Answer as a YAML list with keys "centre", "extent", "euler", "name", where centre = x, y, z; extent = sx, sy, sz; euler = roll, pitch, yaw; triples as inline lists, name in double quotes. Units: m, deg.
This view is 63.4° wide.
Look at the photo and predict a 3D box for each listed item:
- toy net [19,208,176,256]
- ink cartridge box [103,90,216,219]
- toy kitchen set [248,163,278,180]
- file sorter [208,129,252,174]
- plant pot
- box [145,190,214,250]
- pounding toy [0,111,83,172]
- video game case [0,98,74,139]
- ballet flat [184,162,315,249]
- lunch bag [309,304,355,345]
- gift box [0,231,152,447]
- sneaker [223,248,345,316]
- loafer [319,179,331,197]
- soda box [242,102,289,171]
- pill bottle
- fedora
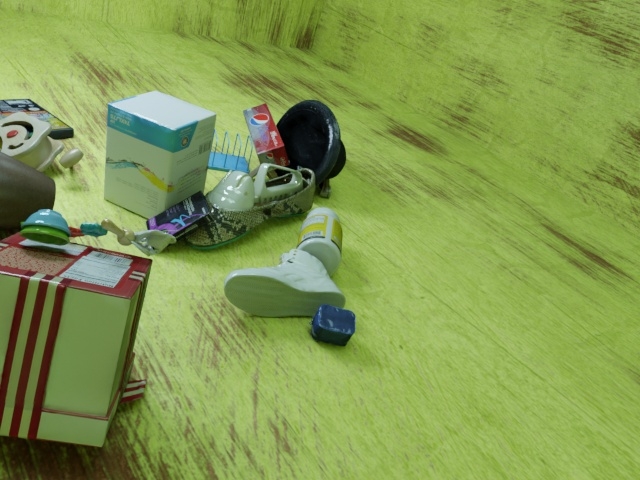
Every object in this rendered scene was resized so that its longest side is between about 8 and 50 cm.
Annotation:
- centre: [-0.356, -0.001, 0.841]
  extent: [0.232, 0.122, 0.045]
  euler: [13, 70, -31]
  name: "toy net"
- centre: [-0.425, -0.221, 1.370]
  extent: [0.197, 0.270, 0.198]
  euler: [23, 30, 10]
  name: "ink cartridge box"
- centre: [-0.190, -0.208, 1.731]
  extent: [0.083, 0.075, 0.068]
  euler: [51, -12, -7]
  name: "toy kitchen set"
- centre: [-0.320, -0.303, 1.735]
  extent: [0.170, 0.105, 0.118]
  euler: [7, 32, -20]
  name: "file sorter"
- centre: [-0.711, -0.107, 1.118]
  extent: [0.230, 0.215, 0.215]
  euler: [11, 27, -42]
  name: "plant pot"
- centre: [-0.348, -0.049, 1.276]
  extent: [0.162, 0.029, 0.116]
  euler: [-30, 42, -3]
  name: "box"
- centre: [-0.768, -0.221, 1.386]
  extent: [0.269, 0.155, 0.154]
  euler: [23, 57, 28]
  name: "pounding toy"
- centre: [-0.939, -0.357, 1.552]
  extent: [0.248, 0.035, 0.275]
  euler: [32, 31, 23]
  name: "video game case"
- centre: [-0.181, -0.126, 1.437]
  extent: [0.164, 0.182, 0.482]
  euler: [32, 33, 27]
  name: "ballet flat"
- centre: [0.024, 0.190, 1.142]
  extent: [0.098, 0.065, 0.067]
  euler: [16, 45, -7]
  name: "lunch bag"
- centre: [-0.392, 0.149, 0.797]
  extent: [0.255, 0.258, 0.276]
  euler: [14, 8, -8]
  name: "gift box"
- centre: [-0.099, 0.090, 1.211]
  extent: [0.292, 0.108, 0.169]
  euler: [13, 27, -29]
  name: "sneaker"
- centre: [0.012, -0.191, 1.794]
  extent: [0.039, 0.045, 0.125]
  euler: [5, 34, -10]
  name: "loafer"
- centre: [-0.182, -0.343, 1.714]
  extent: [0.092, 0.083, 0.263]
  euler: [-18, 48, -4]
  name: "soda box"
- centre: [0.000, 0.000, 1.390]
  extent: [0.119, 0.119, 0.208]
  euler: [16, 30, -4]
  name: "pill bottle"
- centre: [-0.024, -0.307, 1.762]
  extent: [0.152, 0.334, 0.334]
  euler: [17, 22, -47]
  name: "fedora"
